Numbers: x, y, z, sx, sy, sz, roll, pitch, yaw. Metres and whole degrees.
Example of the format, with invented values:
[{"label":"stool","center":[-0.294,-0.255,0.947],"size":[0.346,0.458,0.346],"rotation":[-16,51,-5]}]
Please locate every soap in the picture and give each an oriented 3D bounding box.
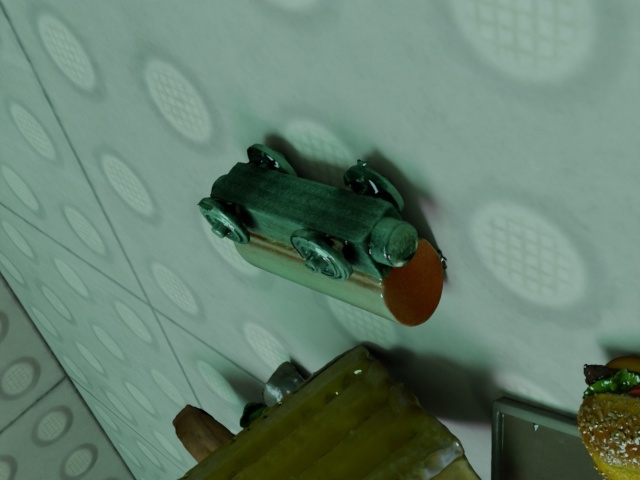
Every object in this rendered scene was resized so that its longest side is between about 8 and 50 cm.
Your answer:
[{"label":"soap","center":[-0.009,0.298,0.965],"size":[0.156,0.335,0.293],"rotation":[55,171,-18]}]

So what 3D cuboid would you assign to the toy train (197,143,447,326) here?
[{"label":"toy train","center":[0.000,0.000,0.880],"size":[0.285,0.116,0.177],"rotation":[17,153,45]}]

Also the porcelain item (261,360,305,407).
[{"label":"porcelain item","center":[0.016,0.267,1.270],"size":[0.216,0.069,0.081],"rotation":[28,144,25]}]

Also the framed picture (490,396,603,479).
[{"label":"framed picture","center":[0.288,0.299,0.807],"size":[0.324,0.020,0.240],"rotation":[7,100,51]}]

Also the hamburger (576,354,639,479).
[{"label":"hamburger","center":[0.287,0.169,0.689],"size":[0.166,0.087,0.137],"rotation":[6,133,53]}]

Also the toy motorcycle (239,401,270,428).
[{"label":"toy motorcycle","center":[-0.089,0.331,1.512],"size":[0.106,0.074,0.190],"rotation":[58,153,-1]}]

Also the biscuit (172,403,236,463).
[{"label":"biscuit","center":[-0.077,0.456,1.542],"size":[0.455,0.078,0.350],"rotation":[47,173,-39]}]
